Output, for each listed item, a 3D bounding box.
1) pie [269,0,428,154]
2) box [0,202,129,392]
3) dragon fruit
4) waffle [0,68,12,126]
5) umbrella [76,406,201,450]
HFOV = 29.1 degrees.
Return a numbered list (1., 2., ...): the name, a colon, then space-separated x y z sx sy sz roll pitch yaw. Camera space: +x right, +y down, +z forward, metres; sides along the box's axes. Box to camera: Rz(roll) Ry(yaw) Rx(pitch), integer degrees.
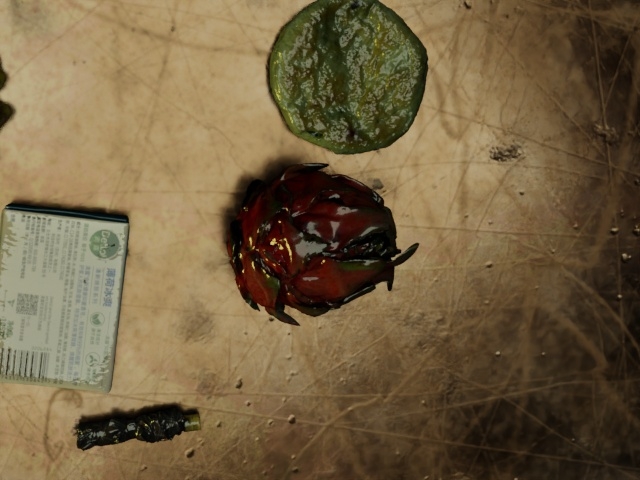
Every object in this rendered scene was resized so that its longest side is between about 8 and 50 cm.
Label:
1. pie: 0.033 -0.188 1.408 0.187 0.041 0.187 -1 97 -9
2. box: -0.292 0.063 1.374 0.139 0.073 0.194 7 96 -9
3. dragon fruit: -0.009 0.001 1.363 0.188 0.182 0.182 -20 100 -16
4. waffle: -0.461 -0.120 1.333 0.262 0.060 0.280 -22 100 -5
5. umbrella: -0.210 0.218 1.425 0.144 0.040 0.037 -7 89 -9
